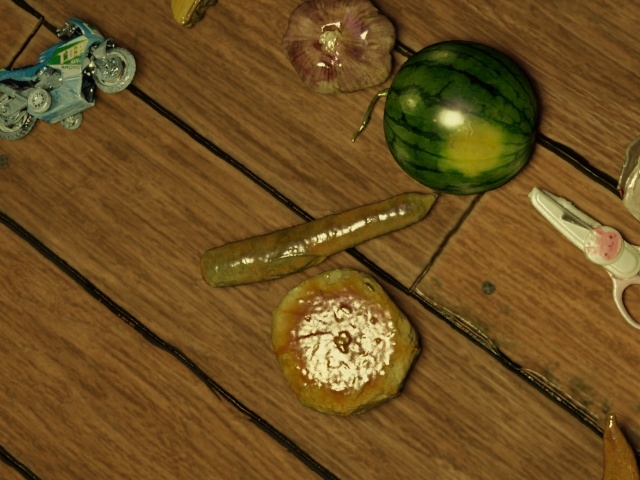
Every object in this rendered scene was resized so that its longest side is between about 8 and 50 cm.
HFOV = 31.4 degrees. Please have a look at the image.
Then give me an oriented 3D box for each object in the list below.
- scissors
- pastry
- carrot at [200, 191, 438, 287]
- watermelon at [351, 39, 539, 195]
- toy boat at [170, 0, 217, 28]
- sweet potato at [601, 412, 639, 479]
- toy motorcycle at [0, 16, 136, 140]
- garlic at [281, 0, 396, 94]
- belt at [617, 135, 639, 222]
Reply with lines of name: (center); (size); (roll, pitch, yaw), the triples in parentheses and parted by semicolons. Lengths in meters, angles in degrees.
scissors: (0.371, 0.011, 1.486); (0.242, 0.030, 0.118); (38, 92, 9)
pastry: (0.032, 0.134, 1.510); (0.182, 0.093, 0.192); (-29, 79, 5)
carrot: (0.000, -0.001, 1.547); (0.342, 0.070, 0.070); (-17, 81, 7)
watermelon: (0.171, -0.171, 1.498); (0.232, 0.127, 0.204); (33, 95, 18)
toy boat: (-0.081, -0.413, 1.593); (0.321, 0.089, 0.121); (-42, 90, 5)
sweet potato: (0.361, 0.359, 1.436); (0.067, 0.059, 0.281); (13, 88, 0)
toy motorcycle: (-0.380, -0.237, 1.636); (0.254, 0.092, 0.136); (-22, 71, 18)
garlic: (0.025, -0.269, 1.548); (0.159, 0.102, 0.147); (26, 87, 13)
belt: (0.472, -0.090, 1.431); (0.200, 0.124, 0.128); (-24, 99, 13)
